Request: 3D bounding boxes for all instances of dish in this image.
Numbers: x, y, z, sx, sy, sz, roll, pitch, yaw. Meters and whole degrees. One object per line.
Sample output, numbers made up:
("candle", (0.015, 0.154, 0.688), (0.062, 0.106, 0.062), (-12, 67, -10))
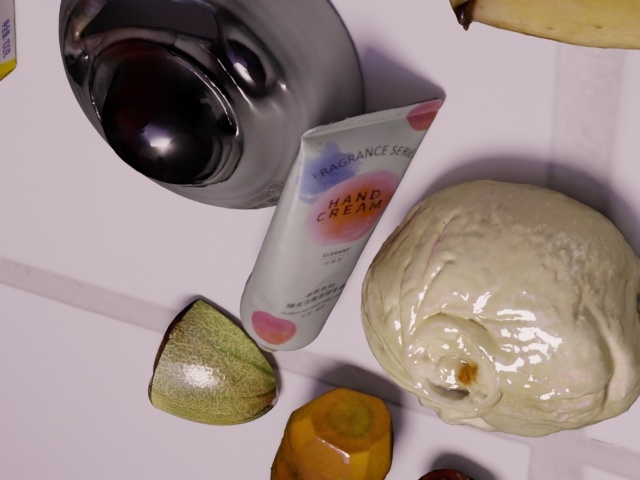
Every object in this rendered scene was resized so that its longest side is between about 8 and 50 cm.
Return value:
("dish", (-0.114, -0.113, 1.081), (0.273, 0.134, 0.273), (17, 136, 18))

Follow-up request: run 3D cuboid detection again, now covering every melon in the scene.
("melon", (-0.110, 0.147, 1.370), (0.128, 0.079, 0.160), (23, 138, 15))

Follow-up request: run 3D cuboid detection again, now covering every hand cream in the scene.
("hand cream", (0.000, 0.000, 1.141), (0.078, 0.124, 0.341), (62, 150, 24))

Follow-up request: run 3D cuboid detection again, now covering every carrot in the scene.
("carrot", (0.000, 0.253, 1.381), (0.114, 0.114, 0.302), (28, 143, 7))

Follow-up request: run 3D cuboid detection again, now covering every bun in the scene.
("bun", (0.150, 0.074, 1.079), (0.243, 0.153, 0.244), (19, 142, 16))

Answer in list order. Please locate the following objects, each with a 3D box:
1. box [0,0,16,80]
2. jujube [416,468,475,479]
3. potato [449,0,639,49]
("box", (-0.354, -0.247, 1.133), (0.168, 0.097, 0.265), (23, 139, 12))
("jujube", (0.134, 0.293, 1.346), (0.104, 0.104, 0.166), (12, 146, 24))
("potato", (0.194, -0.216, 0.731), (0.242, 0.242, 0.285), (23, 131, 13))
